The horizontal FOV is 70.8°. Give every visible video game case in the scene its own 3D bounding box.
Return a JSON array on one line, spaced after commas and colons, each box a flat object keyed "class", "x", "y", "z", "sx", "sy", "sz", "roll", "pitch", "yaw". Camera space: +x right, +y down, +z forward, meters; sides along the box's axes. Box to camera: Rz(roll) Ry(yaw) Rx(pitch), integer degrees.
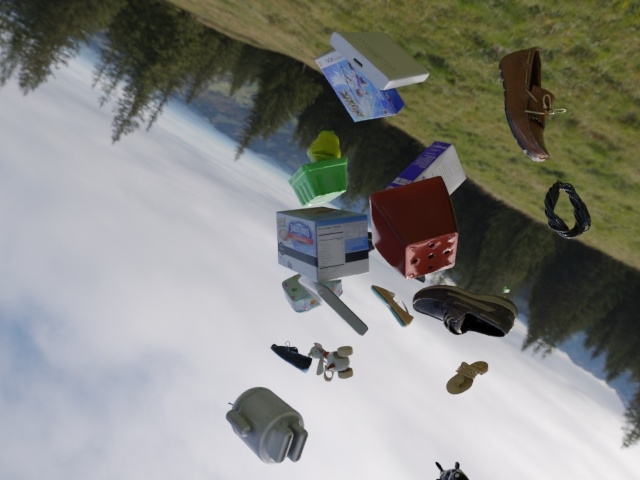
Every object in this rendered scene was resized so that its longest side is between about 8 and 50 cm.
[{"class": "video game case", "x": 0.129, "y": -0.536, "z": 1.525, "sx": 0.269, "sy": 0.061, "sz": 0.244, "roll": 51, "pitch": 164, "yaw": -25}]

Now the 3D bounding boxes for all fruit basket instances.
[{"class": "fruit basket", "x": -0.010, "y": -0.390, "z": 2.350, "sx": 0.283, "sy": 0.392, "sz": 0.392, "roll": -14, "pitch": -156, "yaw": -17}]

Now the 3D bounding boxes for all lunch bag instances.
[{"class": "lunch bag", "x": -0.038, "y": 0.227, "z": 2.209, "sx": 0.224, "sy": 0.279, "sz": 0.107, "roll": 43, "pitch": 150, "yaw": 55}]

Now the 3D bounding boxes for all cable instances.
[{"class": "cable", "x": 0.742, "y": -0.097, "z": 1.375, "sx": 0.151, "sy": 0.184, "sz": 0.047, "roll": -13, "pitch": 172, "yaw": -18}]

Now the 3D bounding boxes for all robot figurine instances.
[{"class": "robot figurine", "x": -0.195, "y": 0.662, "z": 1.634, "sx": 0.300, "sy": 0.199, "sz": 0.353, "roll": 26, "pitch": 173, "yaw": -41}]

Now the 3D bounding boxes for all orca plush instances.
[{"class": "orca plush", "x": 0.568, "y": 1.069, "z": 2.046, "sx": 0.102, "sy": 0.151, "sz": 0.287, "roll": 9, "pitch": 175, "yaw": -6}]

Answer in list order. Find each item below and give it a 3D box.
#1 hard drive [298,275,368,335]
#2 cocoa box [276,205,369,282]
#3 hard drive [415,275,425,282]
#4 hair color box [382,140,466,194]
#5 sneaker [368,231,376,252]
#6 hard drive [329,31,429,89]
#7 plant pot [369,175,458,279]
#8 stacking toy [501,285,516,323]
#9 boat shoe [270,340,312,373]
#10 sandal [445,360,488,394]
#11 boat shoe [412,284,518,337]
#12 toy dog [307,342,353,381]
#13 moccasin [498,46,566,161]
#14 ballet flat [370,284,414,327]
[{"class": "hard drive", "x": 0.039, "y": 0.239, "z": 1.734, "sx": 0.233, "sy": 0.047, "sz": 0.353, "roll": 45, "pitch": 172, "yaw": -11}, {"class": "cocoa box", "x": 0.000, "y": 0.000, "z": 1.750, "sx": 0.231, "sy": 0.227, "sz": 0.347, "roll": -9, "pitch": -166, "yaw": -28}, {"class": "hard drive", "x": 0.414, "y": 0.138, "z": 2.059, "sx": 0.135, "sy": 0.022, "sz": 0.094, "roll": 27, "pitch": -155, "yaw": -3}, {"class": "hair color box", "x": 0.412, "y": -0.217, "z": 1.801, "sx": 0.110, "sy": 0.339, "sz": 0.185, "roll": 27, "pitch": 157, "yaw": 53}, {"class": "sneaker", "x": 0.206, "y": -0.005, "z": 2.175, "sx": 0.097, "sy": 0.084, "sz": 0.235, "roll": -28, "pitch": -144, "yaw": -28}, {"class": "hard drive", "x": 0.179, "y": -0.520, "z": 1.289, "sx": 0.203, "sy": 0.040, "sz": 0.307, "roll": 45, "pitch": -142, "yaw": 9}, {"class": "plant pot", "x": 0.338, "y": -0.023, "z": 1.565, "sx": 0.267, "sy": 0.267, "sz": 0.235, "roll": 79, "pitch": 174, "yaw": -47}, {"class": "stacking toy", "x": 0.865, "y": 0.323, "z": 2.107, "sx": 0.052, "sy": 0.167, "sz": 0.221, "roll": -8, "pitch": 156, "yaw": 13}, {"class": "boat shoe", "x": -0.135, "y": 0.560, "z": 2.196, "sx": 0.258, "sy": 0.089, "sz": 0.109, "roll": 22, "pitch": 159, "yaw": 35}, {"class": "sandal", "x": 0.542, "y": 0.481, "z": 1.676, "sx": 0.240, "sy": 0.079, "sz": 0.088, "roll": -17, "pitch": -165, "yaw": -38}, {"class": "boat shoe", "x": 0.471, "y": 0.243, "z": 1.527, "sx": 0.355, "sy": 0.130, "sz": 0.132, "roll": 3, "pitch": 129, "yaw": 34}, {"class": "toy dog", "x": 0.032, "y": 0.630, "z": 2.349, "sx": 0.161, "sy": 0.334, "sz": 0.220, "roll": -5, "pitch": -108, "yaw": -38}, {"class": "moccasin", "x": 0.648, "y": -0.417, "z": 1.369, "sx": 0.147, "sy": 0.380, "sz": 0.139, "roll": -16, "pitch": 149, "yaw": 38}, {"class": "ballet flat", "x": 0.312, "y": 0.270, "z": 1.947, "sx": 0.232, "sy": 0.073, "sz": 0.080, "roll": 51, "pitch": 165, "yaw": 10}]
